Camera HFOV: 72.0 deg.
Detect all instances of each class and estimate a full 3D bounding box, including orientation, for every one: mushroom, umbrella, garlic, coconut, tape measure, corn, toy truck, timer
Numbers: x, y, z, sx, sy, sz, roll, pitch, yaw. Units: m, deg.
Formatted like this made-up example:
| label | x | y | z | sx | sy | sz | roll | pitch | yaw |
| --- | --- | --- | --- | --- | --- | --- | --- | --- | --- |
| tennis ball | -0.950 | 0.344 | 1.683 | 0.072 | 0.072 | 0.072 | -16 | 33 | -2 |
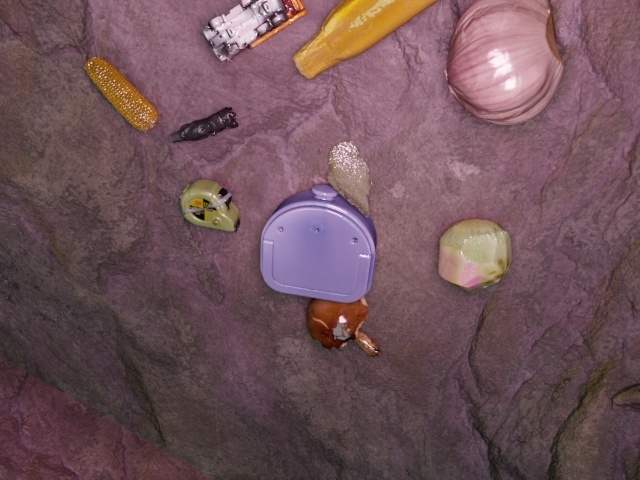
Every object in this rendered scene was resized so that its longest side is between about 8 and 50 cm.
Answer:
| label | x | y | z | sx | sy | sz | roll | pitch | yaw |
| --- | --- | --- | --- | --- | --- | --- | --- | --- | --- |
| mushroom | 0.068 | 0.313 | 1.571 | 0.233 | 0.208 | 0.301 | 28 | 140 | 43 |
| umbrella | -0.373 | -0.355 | 1.385 | 0.236 | 0.059 | 0.066 | -12 | 91 | 18 |
| garlic | 0.436 | -0.438 | 1.072 | 0.260 | 0.317 | 0.317 | -16 | 112 | 30 |
| coconut | 0.465 | 0.055 | 1.345 | 0.205 | 0.236 | 0.235 | 13 | 123 | 44 |
| tape measure | -0.375 | -0.121 | 1.471 | 0.200 | 0.106 | 0.175 | 10 | 131 | 8 |
| corn | -0.614 | -0.450 | 1.365 | 0.091 | 0.091 | 0.260 | -40 | 101 | 21 |
| toy truck | -0.181 | -0.597 | 1.194 | 0.271 | 0.135 | 0.114 | -25 | 106 | 16 |
| timer | 0.000 | 0.000 | 1.418 | 0.395 | 0.173 | 0.394 | 5 | 117 | 10 |

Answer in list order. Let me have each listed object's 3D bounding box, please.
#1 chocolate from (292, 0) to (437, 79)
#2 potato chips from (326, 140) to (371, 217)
| label | x | y | z | sx | sy | sz | roll | pitch | yaw |
| --- | --- | --- | --- | --- | --- | --- | --- | --- | --- |
| chocolate | 0.115 | -0.588 | 1.140 | 0.446 | 0.162 | 0.162 | -28 | 107 | 26 |
| potato chips | 0.097 | -0.187 | 1.343 | 0.167 | 0.228 | 0.059 | 12 | 158 | -27 |
